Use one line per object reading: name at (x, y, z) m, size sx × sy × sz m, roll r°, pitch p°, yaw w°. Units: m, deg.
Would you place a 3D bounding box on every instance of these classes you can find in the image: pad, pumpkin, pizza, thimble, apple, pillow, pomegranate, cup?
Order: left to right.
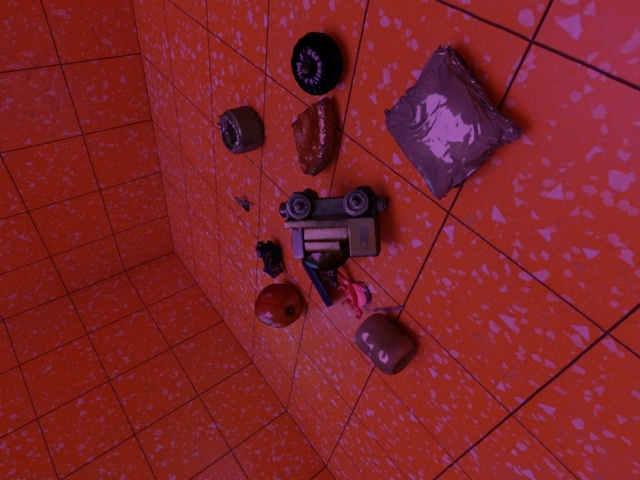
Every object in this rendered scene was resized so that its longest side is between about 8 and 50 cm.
thimble at (-0.376, -0.513, 1.932) m, size 0.219 × 0.150 × 0.219 m, roll 35°, pitch 138°, yaw 40°
apple at (-0.230, 0.362, 2.259) m, size 0.241 × 0.242 × 0.242 m, roll 6°, pitch 117°, yaw 47°
pizza at (-0.026, -0.401, 1.553) m, size 0.226 × 0.086 × 0.336 m, roll 48°, pitch 144°, yaw 33°
pad at (-0.020, 0.199, 1.955) m, size 0.269 × 0.012 × 0.270 m, roll 59°, pitch 170°, yaw 10°
pumpkin at (-0.013, -0.582, 1.355) m, size 0.194 × 0.150 × 0.194 m, roll 2°, pitch 92°, yaw 61°
pomegranate at (0.003, -0.009, 1.662) m, size 0.222 × 0.204 × 0.277 m, roll -30°, pitch 87°, yaw 26°
cup at (0.255, 0.443, 1.650) m, size 0.202 × 0.173 × 0.255 m, roll 41°, pitch 141°, yaw 35°
pillow at (0.322, -0.302, 1.056) m, size 0.310 × 0.138 × 0.283 m, roll 58°, pitch 140°, yaw 8°

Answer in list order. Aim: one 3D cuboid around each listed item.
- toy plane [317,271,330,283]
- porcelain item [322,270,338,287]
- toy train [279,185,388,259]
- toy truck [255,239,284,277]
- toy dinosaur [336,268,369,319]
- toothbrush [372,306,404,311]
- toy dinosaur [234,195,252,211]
toy plane at (-0.018, 0.100, 1.881) m, size 0.226 × 0.058 × 0.226 m, roll 63°, pitch 179°, yaw 12°
porcelain item at (0.034, 0.110, 1.784) m, size 0.081 × 0.069 × 0.216 m, roll 113°, pitch 142°, yaw -56°
toy train at (0.045, -0.062, 1.471) m, size 0.396 × 0.160 × 0.253 m, roll -2°, pitch 100°, yaw 16°
toy truck at (-0.265, 0.094, 2.242) m, size 0.110 × 0.116 × 0.216 m, roll 26°, pitch 140°, yaw 47°
toy dinosaur at (0.142, 0.198, 1.765) m, size 0.139 × 0.070 × 0.286 m, roll -21°, pitch 84°, yaw 47°
toothbrush at (0.273, 0.278, 1.656) m, size 0.193 × 0.019 × 0.013 m, roll -21°, pitch 93°, yaw 57°
toy dinosaur at (-0.438, -0.205, 2.360) m, size 0.187 × 0.044 × 0.106 m, roll 27°, pitch 148°, yaw 28°
